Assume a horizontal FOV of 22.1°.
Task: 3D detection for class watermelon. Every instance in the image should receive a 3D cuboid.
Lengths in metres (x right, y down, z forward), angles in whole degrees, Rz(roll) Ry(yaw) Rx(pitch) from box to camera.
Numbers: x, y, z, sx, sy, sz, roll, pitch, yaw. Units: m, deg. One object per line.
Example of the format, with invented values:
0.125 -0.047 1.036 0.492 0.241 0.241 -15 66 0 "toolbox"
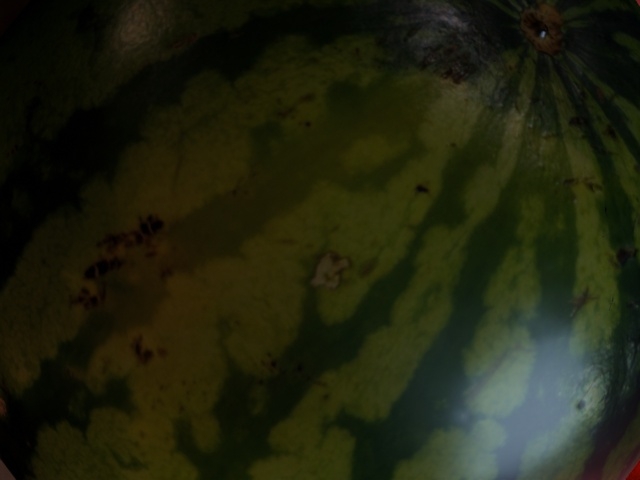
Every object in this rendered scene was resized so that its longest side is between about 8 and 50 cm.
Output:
0.000 0.000 0.618 0.285 0.285 0.285 -48 162 -20 "watermelon"

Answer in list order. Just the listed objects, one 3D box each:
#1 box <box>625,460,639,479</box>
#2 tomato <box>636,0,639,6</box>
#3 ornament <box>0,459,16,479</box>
0.156 0.061 1.096 0.197 0.313 0.089 -50 165 -13 "box"
0.226 -0.174 0.821 0.273 0.341 0.341 -47 169 31 "tomato"
-0.079 0.096 0.887 0.285 0.130 0.120 -24 130 -45 "ornament"
